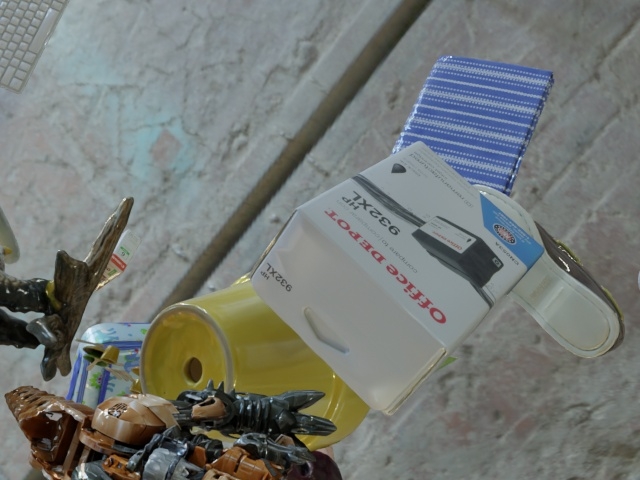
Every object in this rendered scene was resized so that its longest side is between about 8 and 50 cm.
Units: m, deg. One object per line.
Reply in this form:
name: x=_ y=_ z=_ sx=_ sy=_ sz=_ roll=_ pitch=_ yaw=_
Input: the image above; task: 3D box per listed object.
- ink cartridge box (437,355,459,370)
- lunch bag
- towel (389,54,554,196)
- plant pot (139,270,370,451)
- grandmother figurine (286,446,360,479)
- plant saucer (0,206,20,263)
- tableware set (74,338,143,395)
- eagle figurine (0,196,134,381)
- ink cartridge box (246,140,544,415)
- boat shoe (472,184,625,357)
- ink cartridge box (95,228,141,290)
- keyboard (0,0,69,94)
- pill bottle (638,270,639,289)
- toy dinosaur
ink cartridge box: x=0.122 y=0.216 z=1.672 sx=0.189 sy=0.255 sz=0.097 roll=-35 pitch=64 yaw=17
lunch bag: x=-0.358 y=0.254 z=1.596 sx=0.090 sy=0.176 sz=0.219 roll=53 pitch=131 yaw=51
towel: x=0.279 y=-0.205 z=1.680 sx=0.243 sy=0.040 sz=0.336 roll=15 pitch=62 yaw=23
plant pot: x=-0.089 y=0.158 z=1.148 sx=0.254 sy=0.239 sz=0.254 roll=-1 pitch=88 yaw=37
grandmother figurine: x=-0.008 y=0.384 z=1.489 sx=0.104 sy=0.207 sz=0.342 roll=-62 pitch=15 yaw=14
plant saucer: x=-0.540 y=-0.120 z=1.158 sx=0.100 sy=0.400 sz=0.400 roll=-35 pitch=59 yaw=-22
tableware set: x=-0.270 y=0.183 z=1.233 sx=0.104 sy=0.154 sz=0.024 roll=9 pitch=62 yaw=19
eagle figurine: x=-0.344 y=0.018 z=0.783 sx=0.298 sy=0.225 sz=0.226 roll=25 pitch=69 yaw=-3
ink cartridge box: x=0.100 y=0.029 z=1.061 sx=0.223 sy=0.307 sz=0.129 roll=44 pitch=127 yaw=11
boat shoe: x=0.329 y=0.043 z=1.352 sx=0.324 sy=0.096 sz=0.116 roll=48 pitch=112 yaw=26
ink cartridge box: x=-0.298 y=0.038 z=1.255 sx=0.063 sy=0.029 sz=0.115 roll=-32 pitch=24 yaw=30
keyboard: x=-0.334 y=-0.297 z=1.064 sx=0.072 sy=0.014 sz=0.256 roll=22 pitch=76 yaw=1
pill bottle: x=0.547 y=0.042 z=1.337 sx=0.087 sy=0.160 sz=0.087 roll=17 pitch=117 yaw=38
toy dinosaur: x=-0.102 y=0.155 z=0.620 sx=0.322 sy=0.218 sz=0.164 roll=41 pitch=98 yaw=33
